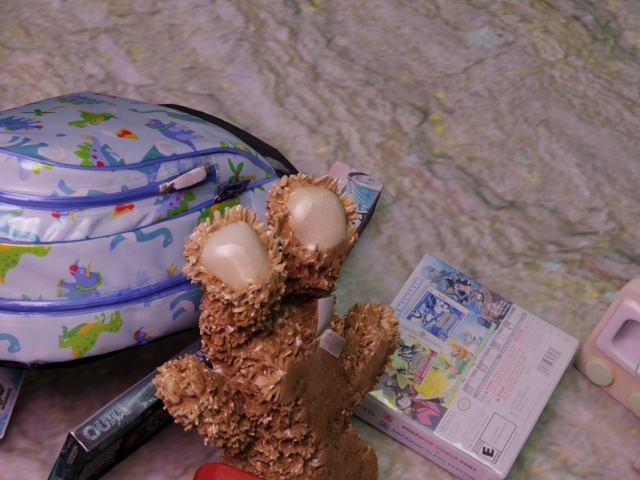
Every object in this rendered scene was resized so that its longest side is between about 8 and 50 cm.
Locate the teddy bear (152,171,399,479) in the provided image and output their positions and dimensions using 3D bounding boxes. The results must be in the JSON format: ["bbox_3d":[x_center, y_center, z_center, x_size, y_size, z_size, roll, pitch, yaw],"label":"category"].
[{"bbox_3d":[-0.038,0.100,1.270,0.113,0.338,0.245,19,54,38],"label":"teddy bear"}]

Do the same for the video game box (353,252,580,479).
[{"bbox_3d":[0.138,0.130,1.463,0.187,0.048,0.205,32,50,8],"label":"video game box"}]

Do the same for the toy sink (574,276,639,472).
[{"bbox_3d":[0.361,0.098,1.487,0.131,0.152,0.234,38,52,15],"label":"toy sink"}]

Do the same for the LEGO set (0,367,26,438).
[{"bbox_3d":[-0.368,0.150,1.307,0.182,0.060,0.244,16,61,-4],"label":"LEGO set"}]

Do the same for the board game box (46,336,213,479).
[{"bbox_3d":[-0.159,0.154,1.301,0.026,0.126,0.186,46,53,11],"label":"board game box"}]

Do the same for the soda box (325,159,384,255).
[{"bbox_3d":[0.000,0.000,1.521,0.063,0.058,0.183,27,50,6],"label":"soda box"}]

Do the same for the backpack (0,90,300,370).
[{"bbox_3d":[-0.205,-0.014,1.297,0.290,0.273,0.355,23,42,34],"label":"backpack"}]

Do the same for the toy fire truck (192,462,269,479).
[{"bbox_3d":[0.020,0.301,1.149,0.302,0.254,0.169,21,49,1],"label":"toy fire truck"}]
